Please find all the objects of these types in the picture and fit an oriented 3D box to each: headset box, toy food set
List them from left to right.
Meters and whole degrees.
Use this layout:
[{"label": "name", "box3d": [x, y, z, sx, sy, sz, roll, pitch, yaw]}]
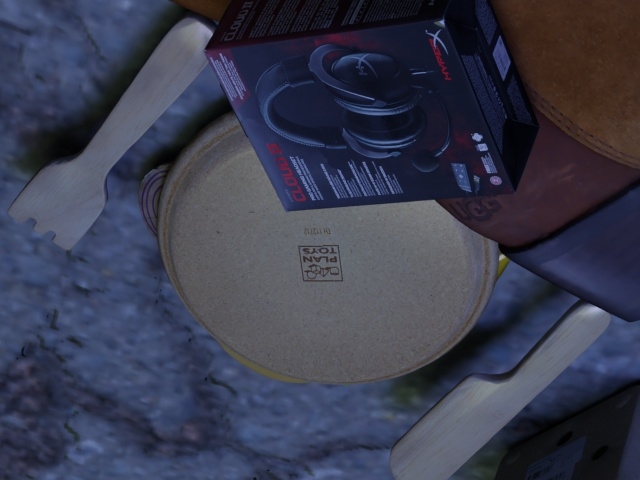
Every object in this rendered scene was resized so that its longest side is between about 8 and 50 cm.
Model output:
[{"label": "toy food set", "box3d": [0.000, 0.000, 0.647, 0.192, 0.038, 0.132, 36, 123, -14]}, {"label": "headset box", "box3d": [0.012, -0.042, 0.509, 0.083, 0.032, 0.062, -4, 131, 28]}]

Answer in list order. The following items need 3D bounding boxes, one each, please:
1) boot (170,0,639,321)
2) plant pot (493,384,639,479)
[{"label": "boot", "box3d": [0.047, -0.129, 0.499, 0.280, 0.096, 0.264, 33, 138, -9]}, {"label": "plant pot", "box3d": [0.118, 0.123, 0.690, 0.109, 0.109, 0.096, -33, 107, 35]}]
